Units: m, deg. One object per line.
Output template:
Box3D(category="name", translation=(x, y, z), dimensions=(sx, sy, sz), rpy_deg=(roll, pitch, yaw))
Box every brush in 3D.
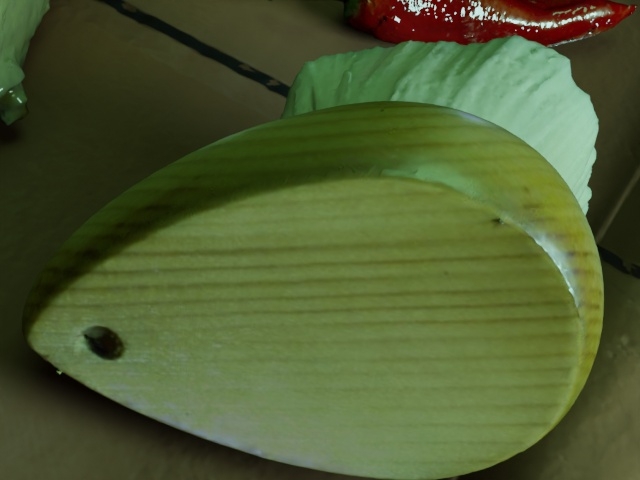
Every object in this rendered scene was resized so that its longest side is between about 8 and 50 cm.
Box3D(category="brush", translation=(0.000, 0.000, 0.515), dimensions=(0.266, 0.174, 0.166), rpy_deg=(-1, 32, 11))

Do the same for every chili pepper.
Box3D(category="chili pepper", translation=(0.096, -0.156, 0.739), dimensions=(0.267, 0.059, 0.051), rpy_deg=(2, 87, -14))

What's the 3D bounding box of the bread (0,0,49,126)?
Box3D(category="bread", translation=(-0.318, -0.276, 0.605), dimensions=(0.371, 0.279, 0.390), rpy_deg=(9, 50, -2))
